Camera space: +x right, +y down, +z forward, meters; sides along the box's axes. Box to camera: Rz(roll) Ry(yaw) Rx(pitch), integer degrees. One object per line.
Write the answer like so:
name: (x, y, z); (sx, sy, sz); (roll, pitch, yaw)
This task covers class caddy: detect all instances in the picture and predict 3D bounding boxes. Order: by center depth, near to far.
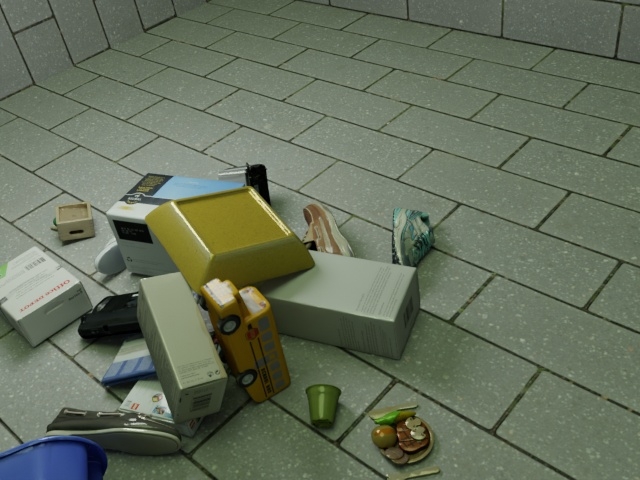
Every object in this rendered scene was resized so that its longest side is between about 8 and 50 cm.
caddy: (-0.593, 0.518, 1.359); (0.342, 0.241, 0.179); (-19, 46, -12)

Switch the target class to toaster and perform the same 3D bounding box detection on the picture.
toaster: (-0.232, -0.157, 2.127); (0.110, 0.185, 0.168); (-3, 12, 16)

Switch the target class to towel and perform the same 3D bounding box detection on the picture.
towel: (-0.429, 0.251, 1.758); (0.209, 0.034, 0.285); (-17, 32, 27)

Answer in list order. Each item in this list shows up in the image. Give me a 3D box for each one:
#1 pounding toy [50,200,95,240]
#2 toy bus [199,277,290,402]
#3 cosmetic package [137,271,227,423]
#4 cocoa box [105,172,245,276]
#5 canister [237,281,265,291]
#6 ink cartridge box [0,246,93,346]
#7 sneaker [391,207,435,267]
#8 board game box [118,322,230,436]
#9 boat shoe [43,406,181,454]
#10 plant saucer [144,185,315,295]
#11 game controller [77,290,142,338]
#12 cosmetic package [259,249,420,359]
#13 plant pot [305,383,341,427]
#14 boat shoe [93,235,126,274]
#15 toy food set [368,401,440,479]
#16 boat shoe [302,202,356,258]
pounding toy: (-0.824, -0.056, 2.248); (0.141, 0.100, 0.130); (-10, 38, -17)
toy bus: (-0.168, 0.223, 1.551); (0.130, 0.332, 0.108); (-27, 42, -20)
cosmetic package: (-0.325, 0.242, 1.570); (0.113, 0.160, 0.309); (-10, 53, -26)
cocoa box: (-0.396, -0.036, 2.002); (0.347, 0.231, 0.228); (8, 40, 21)
canister: (-0.188, 0.120, 1.893); (0.170, 0.073, 0.126); (-29, 43, -25)
ink cartridge box: (-0.819, 0.155, 1.952); (0.273, 0.114, 0.198); (27, 52, 37)
sneaker: (0.262, -0.001, 1.919); (0.122, 0.110, 0.283); (0, 40, 7)
board game box: (-0.332, 0.328, 1.680); (0.193, 0.053, 0.305); (7, 41, 22)
boat shoe: (-0.468, 0.422, 1.550); (0.336, 0.112, 0.095); (-4, 43, 13)
plant saucer: (-0.225, -0.026, 1.720); (0.333, 0.080, 0.332); (-15, 46, -33)
game controller: (-0.506, 0.191, 1.831); (0.319, 0.067, 0.166); (-10, 22, 29)
cosmetic package: (0.050, 0.151, 1.734); (0.366, 0.155, 0.197); (9, 46, 24)
plant pot: (0.005, 0.377, 1.536); (0.084, 0.083, 0.079); (-4, 51, 8)
boat shoe: (-0.611, 0.019, 2.108); (0.084, 0.095, 0.258); (11, 32, 30)
toy food set: (0.177, 0.422, 1.465); (0.133, 0.038, 0.192); (-13, 39, -3)
boat shoe: (0.000, 0.000, 1.966); (0.117, 0.123, 0.324); (-20, 38, -9)
